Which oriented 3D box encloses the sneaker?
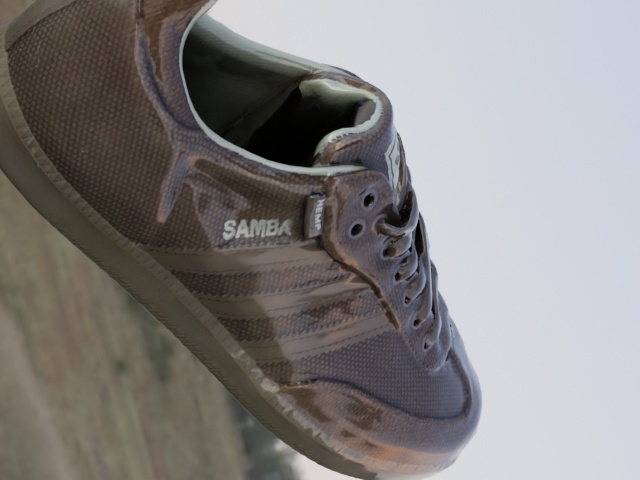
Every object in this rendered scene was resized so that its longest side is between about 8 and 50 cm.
[{"bbox_3d":[0.000,0.000,0.419,0.188,0.071,0.066,40,31,-39],"label":"sneaker"}]
